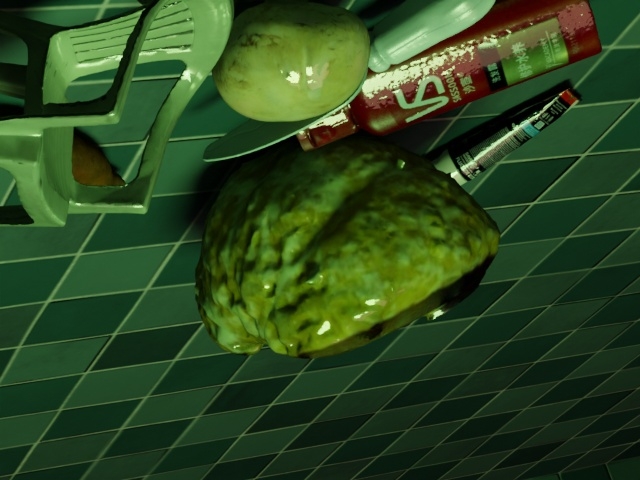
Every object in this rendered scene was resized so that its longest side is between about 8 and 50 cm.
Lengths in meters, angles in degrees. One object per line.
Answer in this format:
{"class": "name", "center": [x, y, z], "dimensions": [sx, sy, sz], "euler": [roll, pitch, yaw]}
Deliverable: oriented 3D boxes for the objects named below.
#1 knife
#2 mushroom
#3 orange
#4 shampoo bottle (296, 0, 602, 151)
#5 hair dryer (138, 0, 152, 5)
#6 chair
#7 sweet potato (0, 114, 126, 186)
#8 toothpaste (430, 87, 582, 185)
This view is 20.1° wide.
{"class": "knife", "center": [0.024, -0.152, 1.684], "dimensions": [0.331, 0.080, 0.044], "euler": [-34, 126, 15]}
{"class": "mushroom", "center": [-0.028, -0.165, 1.619], "dimensions": [0.148, 0.112, 0.148], "euler": [-14, 160, -5]}
{"class": "orange", "center": [0.000, 0.000, 1.877], "dimensions": [0.271, 0.210, 0.368], "euler": [-36, -163, -31]}
{"class": "shampoo bottle", "center": [0.117, -0.174, 1.762], "dimensions": [0.314, 0.076, 0.118], "euler": [-21, 150, 5]}
{"class": "hair dryer", "center": [-0.089, -0.254, 1.423], "dimensions": [0.225, 0.088, 0.219], "euler": [20, 142, -39]}
{"class": "chair", "center": [-0.215, -0.117, 1.441], "dimensions": [0.274, 0.191, 0.203], "euler": [5, 159, 1]}
{"class": "sweet potato", "center": [-0.250, -0.080, 1.722], "dimensions": [0.057, 0.057, 0.264], "euler": [-26, 159, 19]}
{"class": "toothpaste", "center": [0.206, -0.116, 2.037], "dimensions": [0.193, 0.045, 0.071], "euler": [-32, 164, 15]}
